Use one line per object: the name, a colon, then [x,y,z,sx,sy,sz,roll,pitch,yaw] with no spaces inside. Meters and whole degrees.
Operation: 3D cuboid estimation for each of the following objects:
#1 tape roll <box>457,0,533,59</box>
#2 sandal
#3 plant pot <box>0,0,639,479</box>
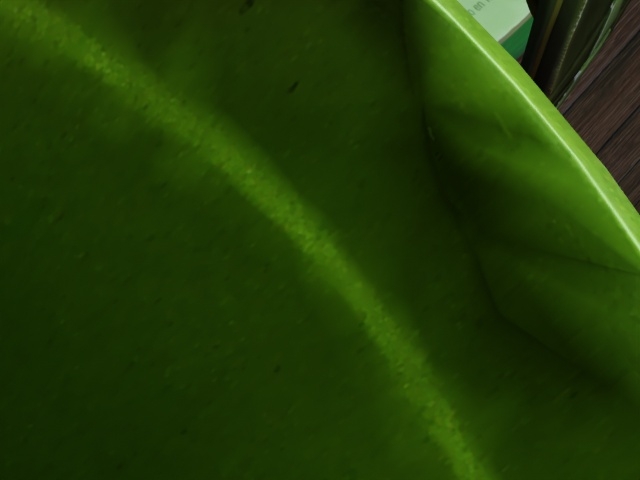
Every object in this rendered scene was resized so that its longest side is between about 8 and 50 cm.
tape roll: [0.088,-0.186,0.728,0.321,0.077,0.321,-46,166,-14]
sandal: [0.092,-0.136,0.611,0.090,0.060,0.219,-48,153,-32]
plant pot: [-0.143,0.116,0.352,0.353,0.366,0.366,-44,172,35]
